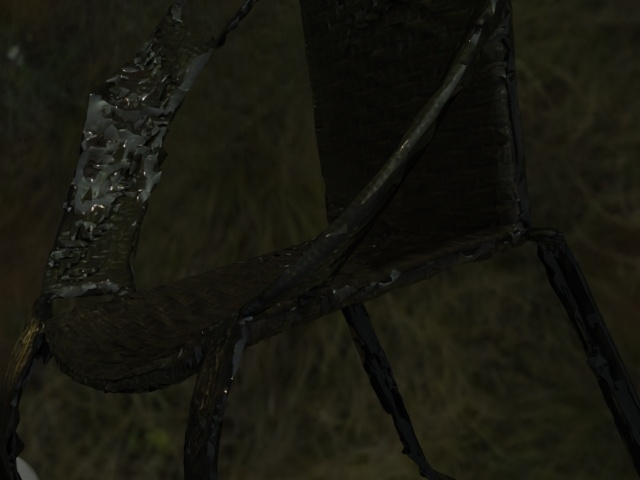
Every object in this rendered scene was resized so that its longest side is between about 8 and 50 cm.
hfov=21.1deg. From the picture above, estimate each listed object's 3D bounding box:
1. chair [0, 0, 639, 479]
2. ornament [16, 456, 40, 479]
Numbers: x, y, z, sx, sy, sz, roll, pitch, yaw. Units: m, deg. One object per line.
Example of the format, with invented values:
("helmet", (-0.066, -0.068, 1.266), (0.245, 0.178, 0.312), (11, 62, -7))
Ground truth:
("chair", (0.000, 0.000, 0.419), (0.149, 0.174, 0.213), (-14, 96, -31))
("ornament", (-0.238, 0.233, 0.748), (0.337, 0.337, 0.337), (-2, 118, -3))
